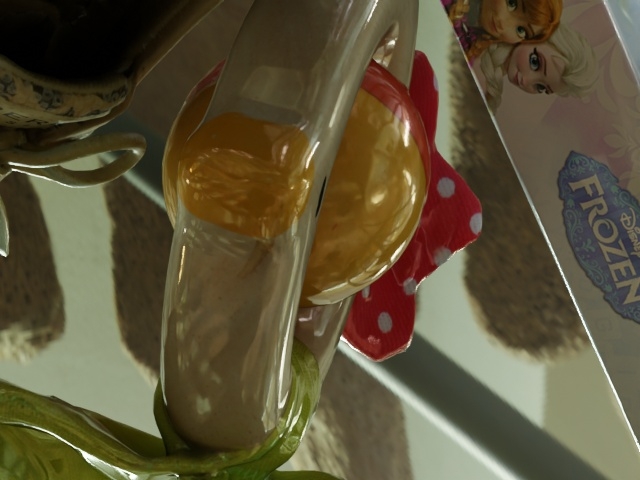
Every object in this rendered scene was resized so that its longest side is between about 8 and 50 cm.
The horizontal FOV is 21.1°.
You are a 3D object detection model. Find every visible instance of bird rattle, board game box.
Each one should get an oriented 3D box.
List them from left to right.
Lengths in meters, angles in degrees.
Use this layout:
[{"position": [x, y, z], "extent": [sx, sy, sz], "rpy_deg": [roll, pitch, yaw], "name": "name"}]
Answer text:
[{"position": [0.000, 0.000, 0.541], "extent": [0.143, 0.253, 0.207], "rpy_deg": [24, -44, 13], "name": "bird rattle"}, {"position": [0.204, -0.027, 0.753], "extent": [0.066, 0.318, 0.319], "rpy_deg": [-19, -80, 38], "name": "board game box"}]

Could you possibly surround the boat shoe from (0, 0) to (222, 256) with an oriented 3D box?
[{"position": [-0.073, -0.078, 0.472], "extent": [0.104, 0.089, 0.285], "rpy_deg": [-2, -36, -46], "name": "boat shoe"}]
